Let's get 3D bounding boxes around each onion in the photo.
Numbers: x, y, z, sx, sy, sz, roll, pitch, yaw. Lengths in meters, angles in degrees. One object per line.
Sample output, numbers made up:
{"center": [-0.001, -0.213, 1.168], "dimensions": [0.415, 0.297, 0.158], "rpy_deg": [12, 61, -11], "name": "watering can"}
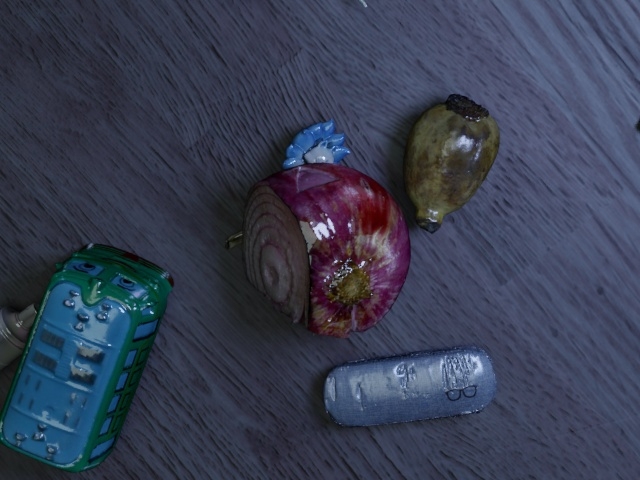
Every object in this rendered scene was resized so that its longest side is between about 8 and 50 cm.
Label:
{"center": [0.022, 0.007, 1.484], "dimensions": [0.230, 0.272, 0.256], "rpy_deg": [-7, 139, -25], "name": "onion"}

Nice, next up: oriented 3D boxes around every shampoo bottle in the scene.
{"center": [-0.582, 0.200, 1.623], "dimensions": [0.303, 0.092, 0.092], "rpy_deg": [-34, 94, 8], "name": "shampoo bottle"}

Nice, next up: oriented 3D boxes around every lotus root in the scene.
{"center": [0.191, -0.118, 1.506], "dimensions": [0.138, 0.138, 0.214], "rpy_deg": [23, 99, 1], "name": "lotus root"}

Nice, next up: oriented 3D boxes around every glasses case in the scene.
{"center": [0.143, 0.237, 1.584], "dimensions": [0.282, 0.067, 0.109], "rpy_deg": [-8, 95, 4], "name": "glasses case"}

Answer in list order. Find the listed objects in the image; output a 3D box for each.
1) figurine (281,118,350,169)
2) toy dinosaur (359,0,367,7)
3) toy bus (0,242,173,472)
{"center": [-0.002, -0.142, 1.539], "dimensions": [0.114, 0.079, 0.114], "rpy_deg": [-7, 116, -14], "name": "figurine"}
{"center": [0.019, -0.476, 1.505], "dimensions": [0.167, 0.053, 0.242], "rpy_deg": [-43, 84, 2], "name": "toy dinosaur"}
{"center": [-0.380, 0.189, 1.555], "dimensions": [0.183, 0.199, 0.344], "rpy_deg": [21, 97, 2], "name": "toy bus"}
